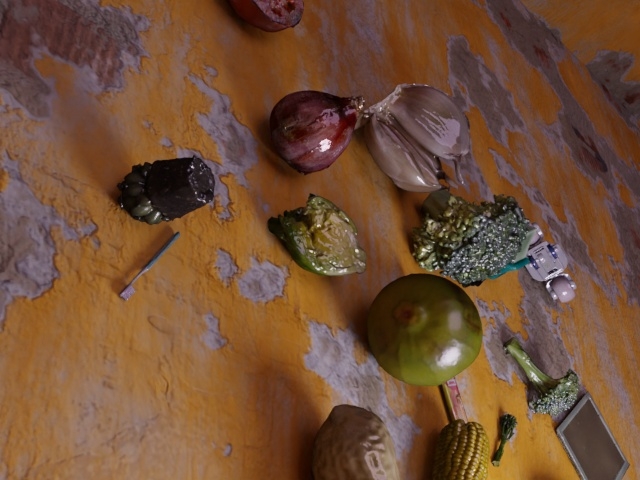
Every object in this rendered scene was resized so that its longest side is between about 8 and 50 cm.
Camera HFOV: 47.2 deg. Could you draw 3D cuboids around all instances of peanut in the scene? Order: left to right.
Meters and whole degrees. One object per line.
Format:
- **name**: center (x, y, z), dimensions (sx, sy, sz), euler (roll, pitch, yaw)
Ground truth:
- **peanut**: center (0.065, 0.391, 1.068), dimensions (0.159, 0.143, 0.291), euler (67, 9, -55)

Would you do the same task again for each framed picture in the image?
- **framed picture**: center (0.664, 0.506, 1.787), dimensions (0.274, 0.017, 0.217), euler (-13, 75, -53)

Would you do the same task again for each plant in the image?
- **plant**: center (-0.227, -0.076, 1.078), dimensions (0.092, 0.143, 0.094), euler (37, 44, -55)

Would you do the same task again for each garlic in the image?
- **garlic**: center (0.217, -0.232, 1.656), dimensions (0.292, 0.210, 0.237), euler (40, 26, -3)

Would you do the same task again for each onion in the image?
- **onion**: center (-0.001, -0.222, 1.404), dimensions (0.159, 0.195, 0.159), euler (56, 17, -26)

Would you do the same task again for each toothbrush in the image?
- **toothbrush**: center (-0.246, 0.035, 1.073), dimensions (0.014, 0.011, 0.167), euler (52, 36, -16)

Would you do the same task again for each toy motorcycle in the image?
- **toy motorcycle**: center (0.617, 0.055, 2.020), dimensions (0.112, 0.112, 0.254), euler (-24, 81, -54)

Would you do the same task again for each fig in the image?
- **fig**: center (0.202, 0.167, 1.340), dimensions (0.230, 0.207, 0.207), euler (23, 48, -37)

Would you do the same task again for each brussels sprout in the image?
- **brussels sprout**: center (-0.001, 0.002, 1.320), dimensions (0.181, 0.100, 0.139), euler (41, 49, -24)

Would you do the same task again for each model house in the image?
- **model house**: center (0.446, 0.023, 1.809), dimensions (0.127, 0.148, 0.100), euler (23, 24, 31)

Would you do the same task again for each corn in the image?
- **corn**: center (0.237, 0.427, 1.269), dimensions (0.101, 0.101, 0.310), euler (45, 37, -16)

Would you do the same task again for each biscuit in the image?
- **biscuit**: center (0.259, 0.306, 1.453), dimensions (0.048, 0.026, 0.291), euler (-1, 63, -28)

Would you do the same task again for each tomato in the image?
- **tomato**: center (-0.136, -0.535, 1.576), dimensions (0.225, 0.085, 0.225), euler (33, 42, -36)

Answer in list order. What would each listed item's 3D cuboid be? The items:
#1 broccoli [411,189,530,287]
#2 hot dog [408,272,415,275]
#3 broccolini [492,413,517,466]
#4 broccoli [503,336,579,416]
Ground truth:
- **broccoli**: center (0.318, -0.014, 1.664), dimensions (0.243, 0.263, 0.247), euler (51, -8, 35)
- **hot dog**: center (0.180, 0.104, 1.509), dimensions (0.034, 0.030, 0.090), euler (25, 46, -25)
- **broccolini**: center (0.375, 0.409, 1.514), dimensions (0.035, 0.030, 0.140), euler (46, 41, -1)
- **broccoli**: center (0.506, 0.310, 1.697), dimensions (0.204, 0.122, 0.118), euler (45, 20, 7)
